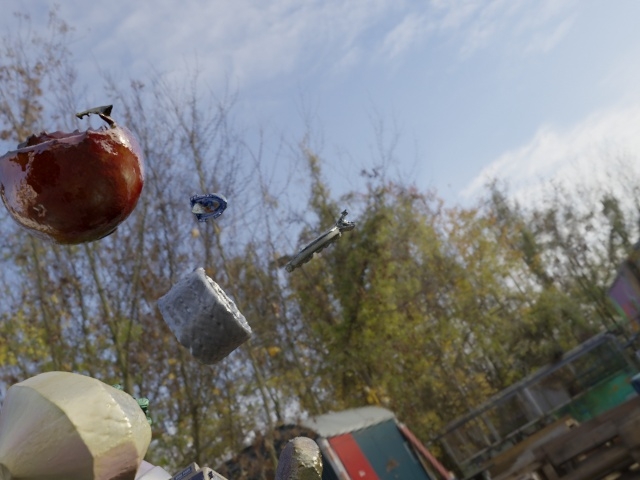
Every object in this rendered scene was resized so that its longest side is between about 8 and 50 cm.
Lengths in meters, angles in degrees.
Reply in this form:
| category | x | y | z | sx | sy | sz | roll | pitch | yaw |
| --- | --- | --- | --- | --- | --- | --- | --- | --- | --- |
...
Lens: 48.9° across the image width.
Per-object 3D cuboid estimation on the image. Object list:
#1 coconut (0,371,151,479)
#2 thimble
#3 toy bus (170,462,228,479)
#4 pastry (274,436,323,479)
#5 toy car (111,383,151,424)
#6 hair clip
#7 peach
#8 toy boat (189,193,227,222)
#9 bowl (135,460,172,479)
| category | x | y | z | sx | sy | sz | roll | pitch | yaw |
| --- | --- | --- | --- | --- | --- | --- | --- | --- | --- |
| coconut | -0.424 | 0.340 | 1.173 | 0.259 | 0.259 | 0.259 | -27 | -19 | -10 |
| thimble | -0.312 | 0.207 | 1.891 | 0.157 | 0.245 | 0.217 | -38 | -25 | -3 |
| toy bus | -0.216 | 0.618 | 1.554 | 0.139 | 0.157 | 0.289 | -37 | -53 | 7 |
| pastry | -0.057 | 0.582 | 1.739 | 0.093 | 0.192 | 0.182 | 15 | -69 | -11 |
| toy car | -0.465 | 0.401 | 1.688 | 0.054 | 0.143 | 0.073 | -19 | -63 | -49 |
| hair clip | 0.000 | 0.000 | 1.871 | 0.220 | 0.054 | 0.140 | -36 | -5 | -24 |
| peach | -0.632 | -0.149 | 1.814 | 0.406 | 0.310 | 0.335 | -9 | 23 | 29 |
| toy boat | -0.349 | -0.097 | 2.135 | 0.175 | 0.091 | 0.110 | -9 | 14 | 41 |
| bowl | -0.491 | 0.615 | 1.623 | 0.287 | 0.144 | 0.287 | -50 | -10 | -12 |
